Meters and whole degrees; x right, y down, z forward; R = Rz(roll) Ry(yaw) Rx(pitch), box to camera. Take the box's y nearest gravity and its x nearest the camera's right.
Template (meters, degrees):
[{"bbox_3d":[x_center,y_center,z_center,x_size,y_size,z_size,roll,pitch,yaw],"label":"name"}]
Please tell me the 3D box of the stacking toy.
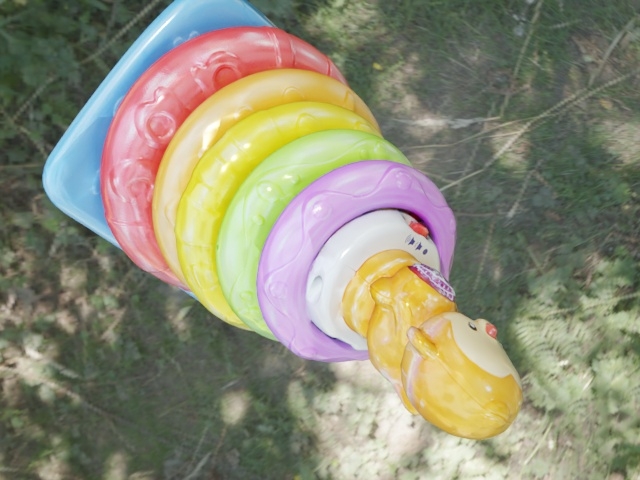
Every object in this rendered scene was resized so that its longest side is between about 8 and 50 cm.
[{"bbox_3d":[0.000,0.000,0.477,0.166,0.175,0.302,-50,39,1],"label":"stacking toy"}]
